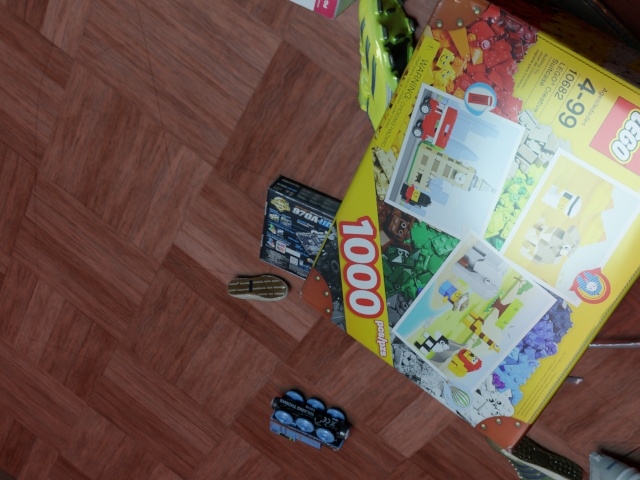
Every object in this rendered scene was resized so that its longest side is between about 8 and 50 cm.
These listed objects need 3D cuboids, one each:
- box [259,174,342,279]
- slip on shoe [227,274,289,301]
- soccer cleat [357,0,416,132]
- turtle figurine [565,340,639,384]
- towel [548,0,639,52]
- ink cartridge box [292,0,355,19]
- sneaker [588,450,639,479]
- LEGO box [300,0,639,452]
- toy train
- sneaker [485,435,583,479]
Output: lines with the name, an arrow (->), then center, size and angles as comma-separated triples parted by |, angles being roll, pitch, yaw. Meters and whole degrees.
box -> 0.000, 0.000, 1.640 | 0.220, 0.051, 0.175 | 23, 133, 16
slip on shoe -> -0.120, 0.099, 1.802 | 0.135, 0.051, 0.041 | -4, 161, 25
soccer cleat -> 0.092, -0.244, 1.368 | 0.121, 0.093, 0.289 | 7, 126, 39
turtle figurine -> 0.334, 0.191, 1.474 | 0.275, 0.198, 0.266 | 40, 134, 5
towel -> 0.356, -0.189, 1.282 | 0.370, 0.040, 0.271 | 43, 136, -7
ink cartridge box -> -0.017, -0.392, 1.306 | 0.150, 0.109, 0.063 | 27, 135, 12
sneaker -> 0.536, 0.492, 1.673 | 0.115, 0.105, 0.281 | 41, 147, 42
LEGO box -> 0.245, -0.037, 1.194 | 0.372, 0.193, 0.500 | 35, 122, 17
toy train -> -0.023, 0.393, 1.944 | 0.184, 0.080, 0.105 | 20, 141, 15
sneaker -> 0.390, 0.428, 1.713 | 0.192, 0.064, 0.086 | 27, 129, 8
